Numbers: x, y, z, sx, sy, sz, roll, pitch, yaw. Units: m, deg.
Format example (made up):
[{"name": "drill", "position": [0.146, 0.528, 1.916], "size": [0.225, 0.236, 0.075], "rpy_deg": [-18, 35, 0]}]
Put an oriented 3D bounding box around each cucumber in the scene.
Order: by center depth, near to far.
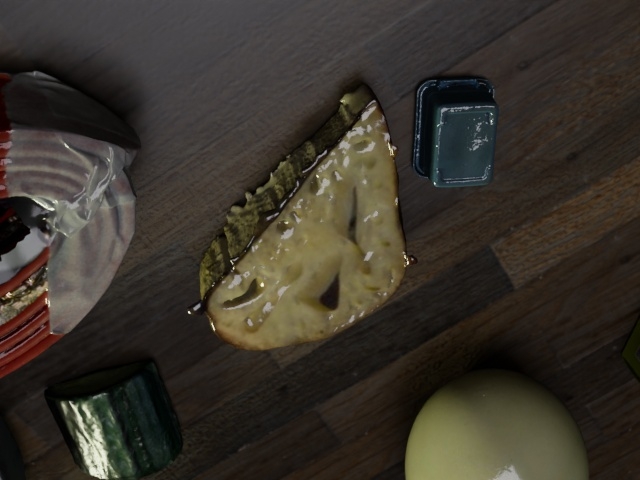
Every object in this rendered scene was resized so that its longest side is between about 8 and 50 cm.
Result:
[{"name": "cucumber", "position": [-0.210, 0.187, 0.953], "size": [0.116, 0.062, 0.115], "rpy_deg": [-15, 115, -2]}]

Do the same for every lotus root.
[{"name": "lotus root", "position": [0.000, 0.000, 0.880], "size": [0.260, 0.074, 0.170], "rpy_deg": [-42, 116, 11]}]

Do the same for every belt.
[{"name": "belt", "position": [-0.296, -0.006, 0.777], "size": [0.323, 0.115, 0.227], "rpy_deg": [-38, 132, 3]}]

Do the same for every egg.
[{"name": "egg", "position": [0.181, 0.243, 0.968], "size": [0.185, 0.186, 0.242], "rpy_deg": [-13, 123, -2]}]

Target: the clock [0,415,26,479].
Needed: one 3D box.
[{"name": "clock", "position": [-0.454, 0.262, 0.919], "size": [0.318, 0.066, 0.319], "rpy_deg": [-3, 107, -9]}]

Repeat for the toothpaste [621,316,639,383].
[{"name": "toothpaste", "position": [0.427, 0.018, 0.950], "size": [0.110, 0.077, 0.328], "rpy_deg": [11, 115, -12]}]

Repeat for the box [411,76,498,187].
[{"name": "box", "position": [0.127, -0.095, 0.859], "size": [0.074, 0.054, 0.099], "rpy_deg": [-4, 117, -8]}]
